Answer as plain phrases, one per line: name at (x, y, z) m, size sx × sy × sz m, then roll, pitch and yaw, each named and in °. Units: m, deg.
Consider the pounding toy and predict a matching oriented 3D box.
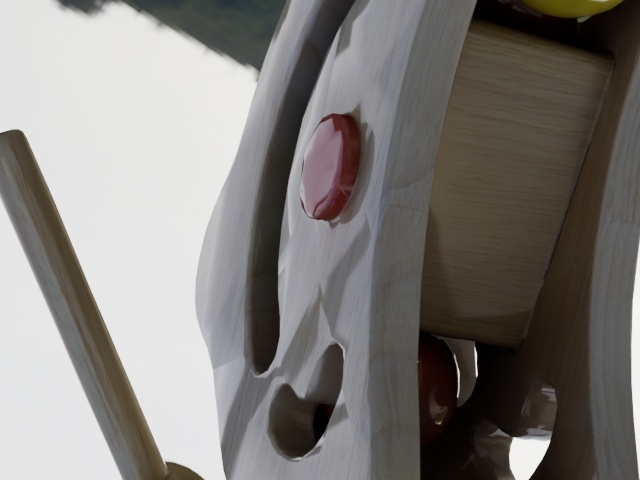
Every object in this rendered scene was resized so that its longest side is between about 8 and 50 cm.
pounding toy at (0.000, 0.000, 0.418) m, size 0.155 × 0.269 × 0.154 m, roll 12°, pitch -163°, yaw -24°
